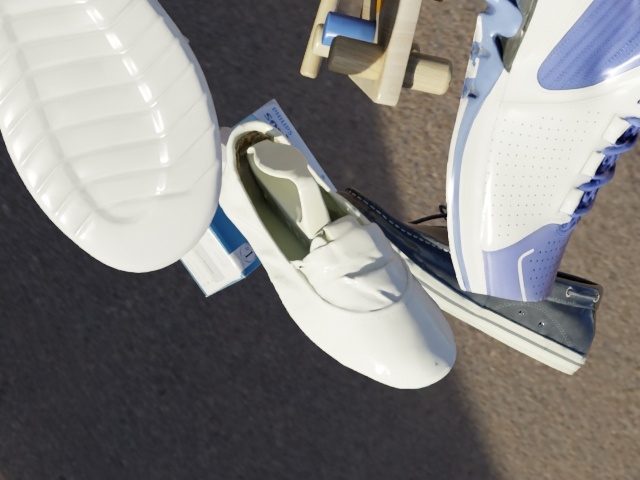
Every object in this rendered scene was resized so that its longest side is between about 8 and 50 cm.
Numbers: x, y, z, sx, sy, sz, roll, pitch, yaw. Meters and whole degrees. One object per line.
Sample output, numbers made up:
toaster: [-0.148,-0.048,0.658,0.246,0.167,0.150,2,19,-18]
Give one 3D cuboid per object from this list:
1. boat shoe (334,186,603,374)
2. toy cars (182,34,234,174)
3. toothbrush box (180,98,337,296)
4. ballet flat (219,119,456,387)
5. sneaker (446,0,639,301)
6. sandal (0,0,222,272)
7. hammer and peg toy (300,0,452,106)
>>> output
boat shoe: [0.205,0.031,1.578,0.500,0.187,0.156,27,92,-27]
toy cars: [-0.175,-0.183,1.579,0.087,0.394,0.176,-48,147,21]
toothbrush box: [-0.138,-0.079,1.972,0.216,0.126,0.295,55,49,-8]
ballet flat: [0.000,0.000,1.232,0.139,0.400,0.139,-23,137,-23]
sneaker: [0.191,-0.100,0.745,0.127,0.182,0.316,-36,134,-62]
sandal: [-0.201,-0.174,0.909,0.169,0.102,0.416,-25,105,8]
hammer and peg toy: [0.075,-0.287,1.240,0.127,0.361,0.266,11,103,-8]
